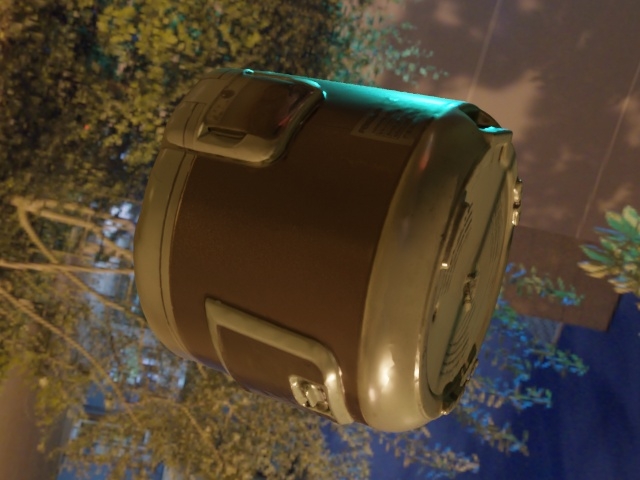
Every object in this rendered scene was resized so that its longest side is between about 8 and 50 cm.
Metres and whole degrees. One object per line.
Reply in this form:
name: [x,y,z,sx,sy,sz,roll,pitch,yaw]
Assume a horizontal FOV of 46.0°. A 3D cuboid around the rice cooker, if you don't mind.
rice cooker: [0.000,0.000,0.741,0.335,0.325,0.335,-42,140,-50]
